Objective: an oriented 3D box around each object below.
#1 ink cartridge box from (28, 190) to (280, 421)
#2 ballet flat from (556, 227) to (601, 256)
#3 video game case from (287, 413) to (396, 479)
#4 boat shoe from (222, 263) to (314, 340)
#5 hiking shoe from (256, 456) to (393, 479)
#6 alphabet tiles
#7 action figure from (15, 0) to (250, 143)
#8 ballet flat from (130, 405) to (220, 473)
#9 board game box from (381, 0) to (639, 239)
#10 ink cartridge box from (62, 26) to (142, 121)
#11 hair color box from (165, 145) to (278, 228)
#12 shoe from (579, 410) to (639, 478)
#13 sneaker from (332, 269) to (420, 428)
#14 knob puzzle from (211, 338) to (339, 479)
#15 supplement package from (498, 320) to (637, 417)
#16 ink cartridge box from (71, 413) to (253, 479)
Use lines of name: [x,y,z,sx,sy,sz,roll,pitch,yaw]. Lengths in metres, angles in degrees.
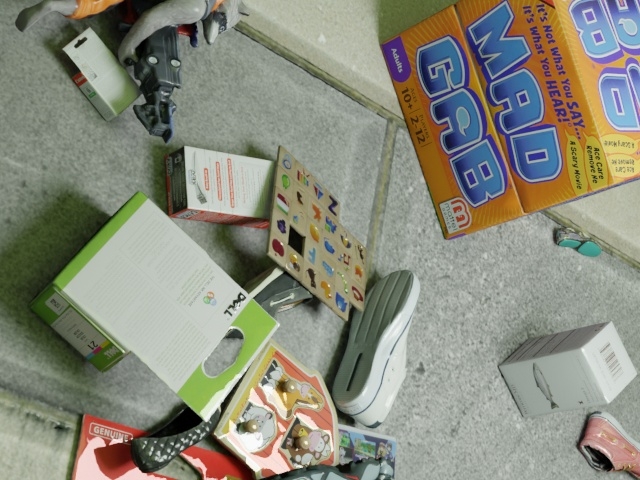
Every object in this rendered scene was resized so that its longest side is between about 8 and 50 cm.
ink cartridge box: [-0.209,0.095,1.537,0.255,0.097,0.189,44,52,-9]
ballet flat: [0.476,-0.001,2.219,0.114,0.041,0.041,16,66,-37]
video game case: [0.025,0.356,1.728,0.201,0.023,0.183,19,64,-34]
boat shoe: [-0.095,0.102,1.668,0.233,0.084,0.079,-34,98,-45]
hiking shoe: [-0.003,0.365,1.583,0.304,0.113,0.132,0,71,-42]
alphabet tiles: [0.000,0.000,1.779,0.237,0.009,0.198,43,39,-40]
action figure: [-0.236,-0.316,1.599,0.330,0.178,0.341,4,64,-40]
ballet flat: [-0.181,0.240,1.549,0.173,0.057,0.049,-37,120,-55]
board game box: [0.390,-0.243,2.010,0.356,0.356,0.356,-16,86,-43]
ink cartridge box: [-0.301,-0.226,1.637,0.115,0.029,0.063,51,50,-14]
hair color box: [-0.135,-0.073,1.712,0.167,0.053,0.093,8,70,-40]
shoe: [0.527,0.386,2.121,0.178,0.063,0.081,45,53,-14]
sneaker: [0.092,0.164,1.817,0.091,0.094,0.258,53,51,-38]
knob puzzle: [-0.039,0.256,1.672,0.213,0.030,0.213,14,67,-35]
supplement package: [0.408,0.215,1.993,0.105,0.179,0.105,-33,98,-42]
ink cartridge box: [-0.184,0.376,1.515,0.296,0.066,0.261,23,63,-33]
